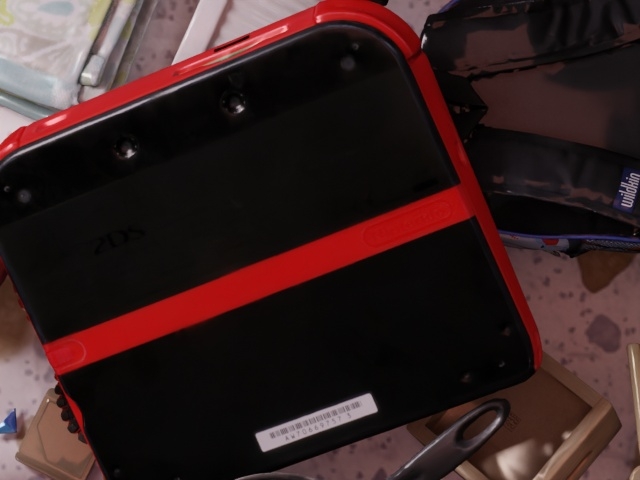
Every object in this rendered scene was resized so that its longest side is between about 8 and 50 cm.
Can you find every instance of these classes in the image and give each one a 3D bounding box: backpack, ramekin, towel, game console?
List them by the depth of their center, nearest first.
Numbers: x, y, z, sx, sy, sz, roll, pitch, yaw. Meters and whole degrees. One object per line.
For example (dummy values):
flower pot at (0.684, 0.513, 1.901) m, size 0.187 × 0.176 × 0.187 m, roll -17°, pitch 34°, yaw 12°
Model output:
game console at (-0.055, 0.018, 1.351) m, size 0.387 × 0.060 × 0.342 m, roll -21°, pitch 104°, yaw 12°
backpack at (0.200, -0.108, 1.426) m, size 0.264 × 0.213 × 0.276 m, roll 2°, pitch 82°, yaw -8°
ramekin at (-0.066, -0.160, 1.441) m, size 0.109 × 0.207 × 0.207 m, roll 24°, pitch 85°, yaw -8°
towel at (-0.307, -0.304, 1.512) m, size 0.375 × 0.090 × 0.320 m, roll 23°, pitch 82°, yaw 3°

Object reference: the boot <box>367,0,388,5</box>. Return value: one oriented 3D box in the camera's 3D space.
boot at (0.006, -0.263, 1.407) m, size 0.115 × 0.305 × 0.112 m, roll 2°, pitch 109°, yaw 2°

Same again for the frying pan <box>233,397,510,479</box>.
frying pan at (-0.007, 0.229, 1.363) m, size 0.197 × 0.053 × 0.326 m, roll 28°, pitch 87°, yaw -3°

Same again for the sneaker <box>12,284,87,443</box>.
sneaker at (-0.205, 0.068, 1.476) m, size 0.088 × 0.093 × 0.225 m, roll -15°, pitch 86°, yaw 21°

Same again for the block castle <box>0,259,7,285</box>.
block castle at (-0.441, 0.183, 1.410) m, size 0.303 × 0.213 × 0.453 m, roll 8°, pitch 91°, yaw -10°

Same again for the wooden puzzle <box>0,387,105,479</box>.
wooden puzzle at (-0.228, 0.179, 1.502) m, size 0.116 × 0.014 × 0.078 m, roll 33°, pitch 82°, yaw 3°

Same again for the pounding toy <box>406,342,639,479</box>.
pounding toy at (0.216, 0.165, 1.435) m, size 0.206 × 0.094 × 0.181 m, roll 39°, pitch 85°, yaw 24°
